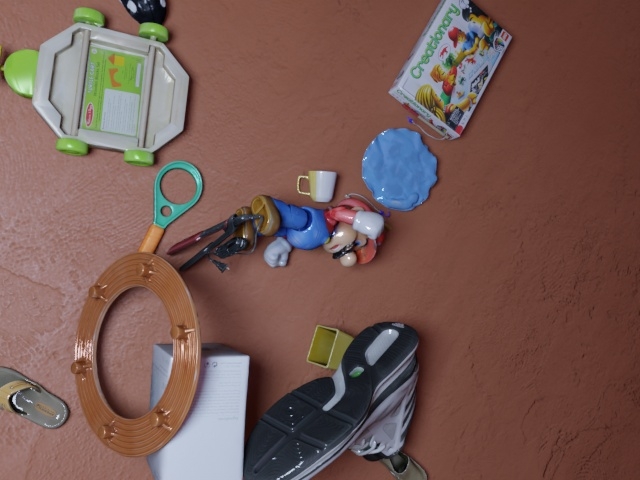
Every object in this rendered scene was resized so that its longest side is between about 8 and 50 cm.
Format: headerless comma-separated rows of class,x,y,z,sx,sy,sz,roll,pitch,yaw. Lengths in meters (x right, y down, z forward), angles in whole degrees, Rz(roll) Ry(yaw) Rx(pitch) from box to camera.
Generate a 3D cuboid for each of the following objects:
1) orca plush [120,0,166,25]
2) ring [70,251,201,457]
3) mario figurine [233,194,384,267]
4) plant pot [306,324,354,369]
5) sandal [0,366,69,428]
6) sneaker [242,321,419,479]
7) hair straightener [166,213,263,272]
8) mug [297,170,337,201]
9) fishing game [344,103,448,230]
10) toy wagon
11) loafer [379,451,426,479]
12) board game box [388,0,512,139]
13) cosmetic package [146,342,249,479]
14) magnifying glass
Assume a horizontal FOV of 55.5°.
orca plush,-0.350,-0.560,1.152,0.151,0.102,0.288,-2,87,-22
ring,-0.321,0.185,1.010,0.032,0.336,0.337,12,81,-51
mario figurine,0.000,0.000,1.204,0.320,0.198,0.170,4,105,-36
plant pot,0.034,0.230,1.271,0.083,0.081,0.081,24,78,-32
sandal,-0.524,0.275,1.057,0.180,0.049,0.072,33,75,-17
sneaker,0.058,0.376,1.157,0.447,0.169,0.258,-34,123,-37
hair straightener,-0.185,0.011,1.132,0.089,0.230,0.047,58,31,-11
mug,-0.003,-0.115,1.296,0.062,0.078,0.064,-3,98,-54
fishing game,0.178,-0.161,1.375,0.189,0.041,0.264,30,84,-17
toy wagon,-0.423,-0.288,1.126,0.344,0.068,0.268,7,84,-21
loafer,0.179,0.495,1.324,0.148,0.050,0.056,39,74,-15
board game box,0.310,-0.417,1.434,0.193,0.053,0.305,33,75,-16
cosmetic package,-0.225,0.305,1.081,0.138,0.224,0.225,3,85,-22
magnifying glass,-0.304,-0.048,1.180,0.092,0.026,0.231,28,78,-18
